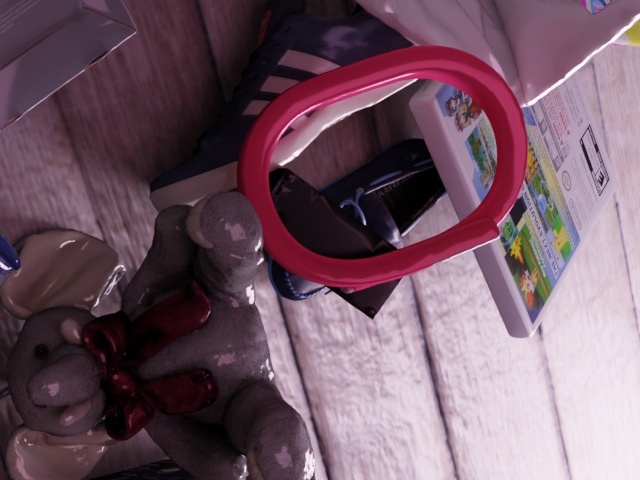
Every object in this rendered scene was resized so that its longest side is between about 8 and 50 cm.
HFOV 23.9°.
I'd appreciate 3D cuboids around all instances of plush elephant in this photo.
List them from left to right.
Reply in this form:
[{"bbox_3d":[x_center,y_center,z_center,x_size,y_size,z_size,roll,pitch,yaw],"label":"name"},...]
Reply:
[{"bbox_3d":[-0.181,0.112,1.415,0.255,0.330,0.272,-12,92,-14],"label":"plush elephant"}]

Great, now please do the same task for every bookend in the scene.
[{"bbox_3d":[0.000,0.000,1.534,0.157,0.156,0.072,36,88,-7],"label":"bookend"}]

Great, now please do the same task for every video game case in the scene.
[{"bbox_3d":[0.233,-0.107,1.742,0.300,0.036,0.329,-53,129,-40],"label":"video game case"}]

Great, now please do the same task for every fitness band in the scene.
[{"bbox_3d":[0.063,-0.070,1.445,0.290,0.054,0.209,-20,88,-14],"label":"fitness band"}]

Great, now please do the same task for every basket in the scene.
[{"bbox_3d":[0.189,-0.368,1.486,0.331,0.266,0.328,29,125,-36],"label":"basket"}]

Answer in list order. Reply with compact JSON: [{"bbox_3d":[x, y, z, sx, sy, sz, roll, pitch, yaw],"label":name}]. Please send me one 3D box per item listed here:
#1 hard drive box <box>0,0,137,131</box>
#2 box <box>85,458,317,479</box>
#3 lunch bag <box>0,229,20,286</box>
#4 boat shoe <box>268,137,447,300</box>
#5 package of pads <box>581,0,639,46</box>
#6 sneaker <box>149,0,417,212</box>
[{"bbox_3d":[-0.294,-0.172,1.267,0.181,0.232,0.089,-40,122,-22],"label":"hard drive box"},{"bbox_3d":[-0.140,0.311,1.531,0.270,0.143,0.165,-10,93,-35],"label":"box"},{"bbox_3d":[-0.368,-0.037,1.279,0.090,0.176,0.219,-51,127,-14],"label":"lunch bag"},{"bbox_3d":[0.050,-0.031,1.647,0.258,0.089,0.109,-46,123,-20],"label":"boat shoe"},{"bbox_3d":[0.369,-0.368,1.722,0.101,0.229,0.297,-22,112,-32],"label":"package of pads"},{"bbox_3d":[-0.048,-0.161,1.539,0.350,0.131,0.148,-34,97,-20],"label":"sneaker"}]
